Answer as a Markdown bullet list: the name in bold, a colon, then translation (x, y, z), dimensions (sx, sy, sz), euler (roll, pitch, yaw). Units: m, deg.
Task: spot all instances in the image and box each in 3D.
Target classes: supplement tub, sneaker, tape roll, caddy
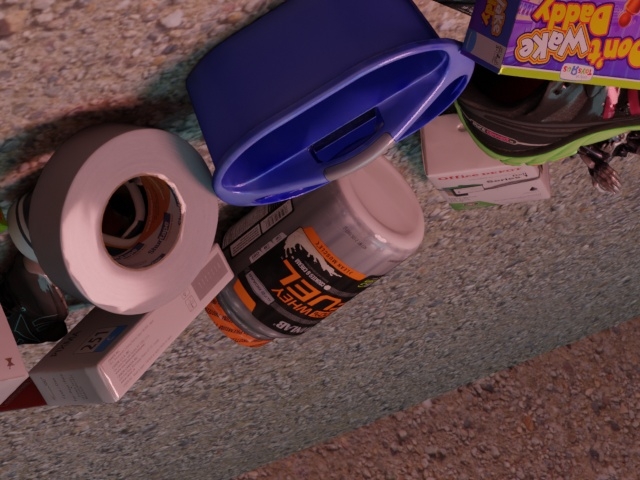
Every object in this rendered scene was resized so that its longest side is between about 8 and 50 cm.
- **supplement tub**: translation (-0.020, 0.014, 2.128), dimensions (0.316, 0.193, 0.194), euler (-38, 158, 31)
- **sneaker**: translation (0.384, -0.244, 1.912), dimensions (0.483, 0.185, 0.202), euler (-25, 139, 26)
- **tape roll**: translation (-0.227, -0.027, 1.716), dimensions (0.219, 0.219, 0.072), euler (-9, -163, -41)
- **caddy**: translation (0.013, -0.161, 1.724), dimensions (0.341, 0.179, 0.241), euler (-30, 160, 13)
- **sneaker**: translation (-0.238, -0.016, 1.864), dimensions (0.127, 0.126, 0.321), euler (-29, 161, 26)
- **sneaker**: translation (-0.398, 0.088, 1.975), dimensions (0.106, 0.101, 0.267), euler (-18, 160, -16)

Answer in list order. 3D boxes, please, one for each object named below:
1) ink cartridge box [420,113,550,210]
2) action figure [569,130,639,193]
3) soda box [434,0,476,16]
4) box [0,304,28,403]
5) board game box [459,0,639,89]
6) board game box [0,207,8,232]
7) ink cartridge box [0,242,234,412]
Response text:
- **ink cartridge box**: translation (0.250, -0.121, 2.209), dimensions (0.160, 0.092, 0.219), euler (-8, 166, 16)
- **action figure**: translation (0.491, -0.159, 2.429), dimensions (0.164, 0.141, 0.276), euler (-48, 153, 23)
- **soda box**: translation (0.148, -0.307, 1.693), dimensions (0.053, 0.060, 0.169), euler (-36, 159, 26)
- **box**: translation (-0.573, 0.198, 1.931), dimensions (0.215, 0.168, 0.345), euler (-7, 154, -44)
- **board game box**: translation (0.346, -0.295, 1.672), dimensions (0.347, 0.078, 0.233), euler (1, 114, -33)
- **board game box**: translation (-0.470, 0.003, 1.736), dimensions (0.181, 0.043, 0.092), euler (-30, 161, 11)
- **ink cartridge box**: translation (-0.299, 0.121, 2.044), dimensions (0.261, 0.066, 0.296), euler (-10, -154, 38)
